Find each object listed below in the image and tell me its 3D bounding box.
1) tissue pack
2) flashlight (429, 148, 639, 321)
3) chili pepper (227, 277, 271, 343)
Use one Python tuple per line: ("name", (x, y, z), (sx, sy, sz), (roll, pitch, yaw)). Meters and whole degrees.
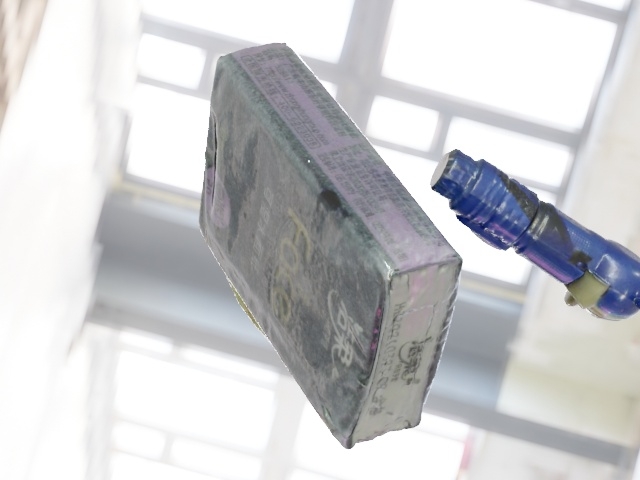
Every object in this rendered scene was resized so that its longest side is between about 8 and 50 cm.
("tissue pack", (0.000, 0.000, 0.892), (0.156, 0.051, 0.112), (53, 147, 36))
("flashlight", (0.099, 0.003, 0.868), (0.035, 0.121, 0.057), (-55, 14, 14))
("chili pepper", (-0.048, 0.005, 1.402), (0.043, 0.049, 0.208), (-109, -2, -71))
